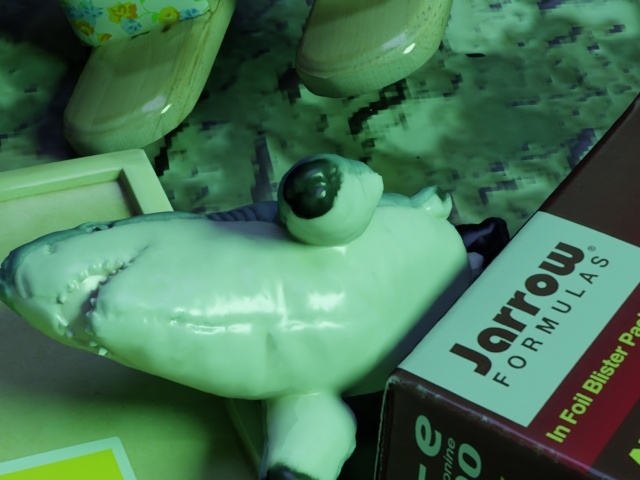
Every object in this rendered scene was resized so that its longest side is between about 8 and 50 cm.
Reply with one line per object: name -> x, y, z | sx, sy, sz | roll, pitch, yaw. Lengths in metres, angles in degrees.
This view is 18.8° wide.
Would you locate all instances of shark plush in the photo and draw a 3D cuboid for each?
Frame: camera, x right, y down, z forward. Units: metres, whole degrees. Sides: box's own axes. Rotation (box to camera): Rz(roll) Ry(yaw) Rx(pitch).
shark plush -> 0.000, 0.000, 0.451 | 0.067, 0.073, 0.161 | 9, 22, 30

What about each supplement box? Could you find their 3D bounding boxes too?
supplement box -> 0.144, 0.064, 0.412 | 0.239, 0.073, 0.130 | 24, 45, 23

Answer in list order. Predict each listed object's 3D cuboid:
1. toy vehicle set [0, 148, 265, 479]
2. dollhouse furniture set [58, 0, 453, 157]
toy vehicle set -> -0.078, 0.086, 0.397 | 0.166, 0.035, 0.267 | -11, 43, -17
dollhouse furniture set -> -0.109, -0.106, 0.496 | 0.242, 0.212, 0.161 | -13, 34, 22
